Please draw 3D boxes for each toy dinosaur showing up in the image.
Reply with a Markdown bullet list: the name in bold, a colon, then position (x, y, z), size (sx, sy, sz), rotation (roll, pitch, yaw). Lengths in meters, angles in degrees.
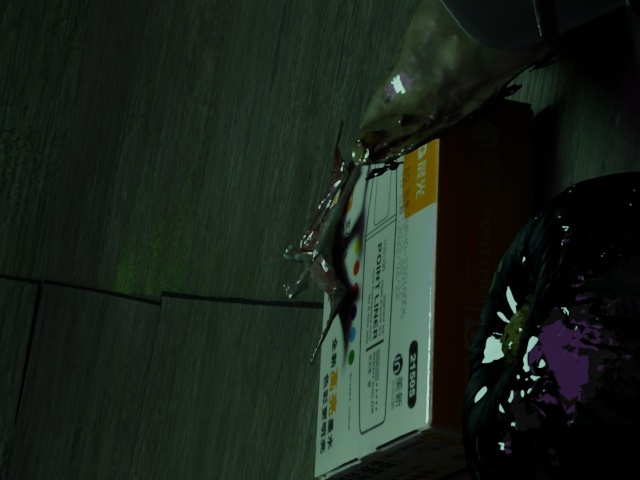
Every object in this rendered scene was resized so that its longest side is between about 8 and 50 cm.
- **toy dinosaur**: position (0.001, 0.000, 1.560), size (0.108, 0.032, 0.220), rotation (128, 150, -58)

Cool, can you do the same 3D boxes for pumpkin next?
- **pumpkin**: position (0.177, 0.073, 1.120), size (0.233, 0.163, 0.233), rotation (-162, 90, -79)

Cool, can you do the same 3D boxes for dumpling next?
- **dumpling**: position (0.114, -0.169, 1.421), size (0.166, 0.086, 0.332), rotation (-25, 23, 26)

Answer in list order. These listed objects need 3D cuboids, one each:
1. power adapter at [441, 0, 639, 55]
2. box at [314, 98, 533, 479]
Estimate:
- **power adapter**: position (0.163, -0.231, 1.309), size (0.187, 0.124, 0.255), rotation (-24, 48, 21)
- **box**: position (0.079, 0.044, 1.504), size (0.221, 0.091, 0.273), rotation (141, 137, -59)
